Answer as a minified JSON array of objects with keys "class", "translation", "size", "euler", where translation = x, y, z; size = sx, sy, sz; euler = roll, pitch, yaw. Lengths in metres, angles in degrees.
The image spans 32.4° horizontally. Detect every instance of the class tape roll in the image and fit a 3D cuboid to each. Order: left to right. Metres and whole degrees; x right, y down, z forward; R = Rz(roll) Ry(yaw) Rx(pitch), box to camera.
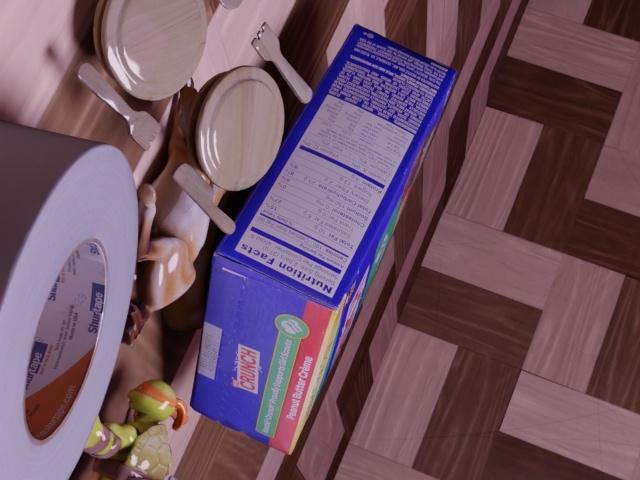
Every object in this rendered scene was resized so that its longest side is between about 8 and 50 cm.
[{"class":"tape roll","translation":[-0.170,0.047,0.601],"size":[0.219,0.072,0.219],"euler":[13,90,-83]}]

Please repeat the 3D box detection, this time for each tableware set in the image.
[{"class":"tableware set","translation":[-0.088,-0.107,0.731],"size":[0.128,0.039,0.194],"euler":[-61,142,-17]}]

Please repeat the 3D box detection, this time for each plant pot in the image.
[{"class":"plant pot","translation":[-0.084,-0.017,1.068],"size":[0.236,0.032,0.236],"euler":[19,90,-79]}]

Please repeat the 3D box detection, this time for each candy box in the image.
[{"class":"candy box","translation":[0.000,0.000,1.056],"size":[0.268,0.122,0.317],"euler":[107,10,-53]}]

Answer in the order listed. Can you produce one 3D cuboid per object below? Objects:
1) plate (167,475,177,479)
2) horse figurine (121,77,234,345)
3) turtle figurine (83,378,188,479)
[{"class":"plate","translation":[-0.171,0.415,1.054],"size":[0.277,0.045,0.278],"euler":[-69,168,-49]},{"class":"horse figurine","translation":[-0.114,-0.024,0.834],"size":[0.174,0.066,0.263],"euler":[84,23,-58]},{"class":"turtle figurine","translation":[-0.166,0.207,0.929],"size":[0.269,0.087,0.217],"euler":[70,41,-73]}]
